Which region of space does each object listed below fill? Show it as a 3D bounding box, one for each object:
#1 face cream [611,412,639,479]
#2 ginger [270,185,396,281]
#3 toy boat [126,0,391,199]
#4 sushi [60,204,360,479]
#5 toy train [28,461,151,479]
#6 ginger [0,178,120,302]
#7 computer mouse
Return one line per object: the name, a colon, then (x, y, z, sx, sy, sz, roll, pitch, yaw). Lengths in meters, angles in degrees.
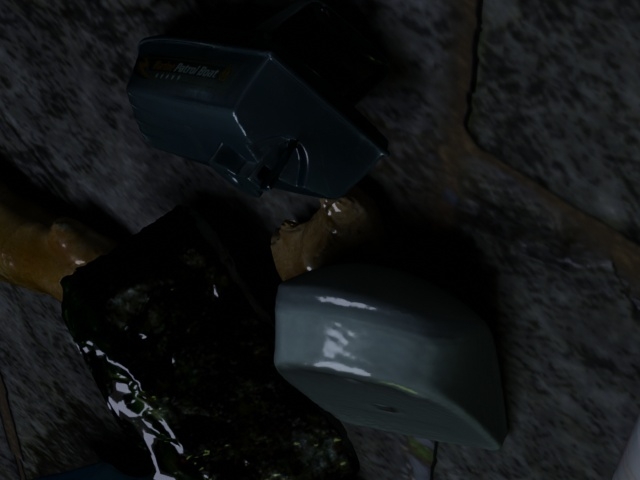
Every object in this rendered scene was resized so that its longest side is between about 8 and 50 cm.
face cream: (0.196, 0.170, 1.102, 0.082, 0.082, 0.269, 34, 151, 17)
ginger: (0.005, 0.003, 1.163, 0.057, 0.044, 0.137, 60, 152, 5)
toy boat: (-0.046, -0.082, 1.069, 0.093, 0.103, 0.246, 40, 171, -25)
sushi: (-0.077, 0.092, 1.281, 0.225, 0.127, 0.124, 56, 178, -22)
toy train: (-0.180, 0.364, 1.697, 0.188, 0.265, 0.300, -20, 113, 50)
ginger: (-0.178, 0.024, 1.416, 0.299, 0.065, 0.118, 27, 148, 24)
computer mouse: (0.045, 0.069, 1.161, 0.128, 0.079, 0.231, 13, 164, 16)
